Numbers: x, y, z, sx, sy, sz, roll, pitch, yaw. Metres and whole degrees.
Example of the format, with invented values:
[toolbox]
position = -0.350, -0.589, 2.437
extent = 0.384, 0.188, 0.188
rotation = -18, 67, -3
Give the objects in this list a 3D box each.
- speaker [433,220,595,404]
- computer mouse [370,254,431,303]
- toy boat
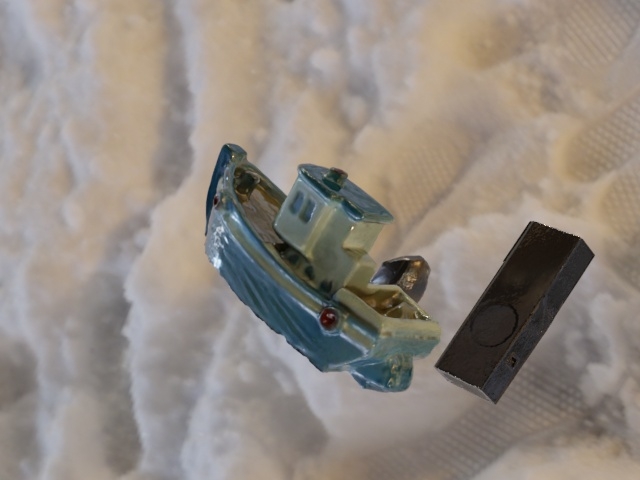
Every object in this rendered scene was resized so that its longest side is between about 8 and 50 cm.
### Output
[speaker]
position = 0.227, 0.081, 1.479
extent = 0.082, 0.044, 0.218
rotation = 25, 74, 46
[computer mouse]
position = 0.106, 0.075, 1.785
extent = 0.135, 0.079, 0.047
rotation = -47, 35, 34
[toy boat]
position = 0.000, 0.000, 0.815
extent = 0.215, 0.088, 0.102
rotation = 41, 110, 34
